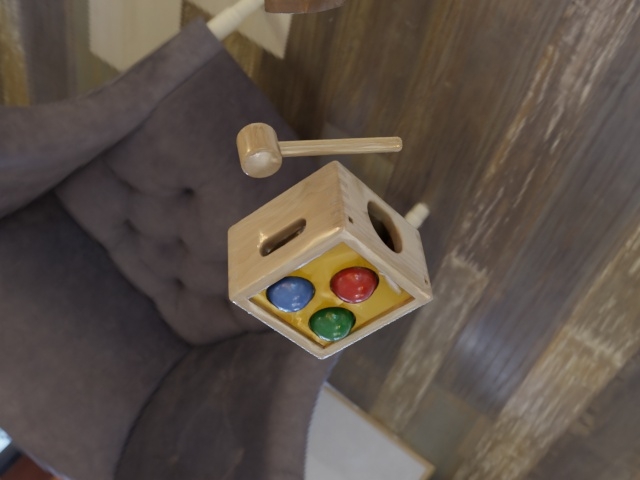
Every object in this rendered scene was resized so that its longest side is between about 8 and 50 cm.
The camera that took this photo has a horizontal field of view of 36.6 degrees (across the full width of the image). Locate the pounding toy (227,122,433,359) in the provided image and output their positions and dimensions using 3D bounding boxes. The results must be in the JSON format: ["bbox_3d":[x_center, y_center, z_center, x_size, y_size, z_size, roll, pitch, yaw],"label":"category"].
[{"bbox_3d":[0.004,-0.007,0.810,0.181,0.094,0.206,-31,132,25],"label":"pounding toy"}]

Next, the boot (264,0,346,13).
[{"bbox_3d":[0.028,-0.374,1.259,0.112,0.305,0.115,8,114,27],"label":"boot"}]
